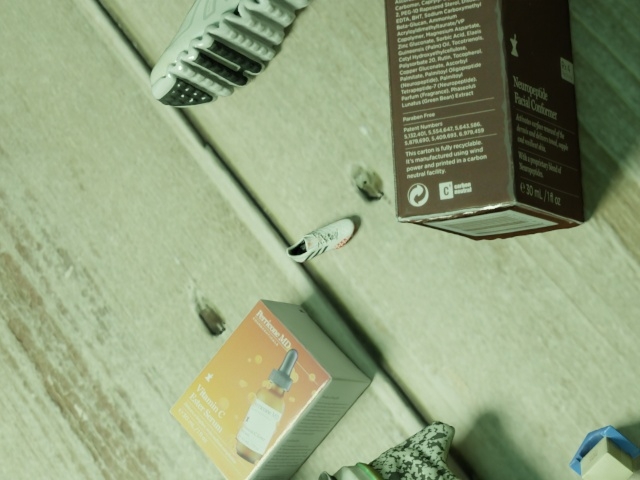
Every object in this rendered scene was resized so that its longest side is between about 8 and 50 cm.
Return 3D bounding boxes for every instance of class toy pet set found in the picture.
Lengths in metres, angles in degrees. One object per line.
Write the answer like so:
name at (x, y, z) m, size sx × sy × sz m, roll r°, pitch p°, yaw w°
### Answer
toy pet set at (0.303, 0.246, 1.822) m, size 0.114 × 0.065 × 0.122 m, roll 39°, pitch 109°, yaw -8°

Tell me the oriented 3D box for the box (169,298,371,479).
box at (-0.056, 0.170, 2.004) m, size 0.130 × 0.091 × 0.170 m, roll 46°, pitch 106°, yaw 26°

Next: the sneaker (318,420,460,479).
sneaker at (0.185, 0.341, 1.821) m, size 0.182 × 0.158 × 0.410 m, roll -40°, pitch 77°, yaw -11°

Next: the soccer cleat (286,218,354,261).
soccer cleat at (0.000, 0.000, 2.025) m, size 0.083 × 0.035 × 0.029 m, roll -27°, pitch 71°, yaw 24°

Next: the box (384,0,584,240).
box at (0.165, -0.201, 1.870) m, size 0.143 × 0.191 × 0.381 m, roll -9°, pitch 80°, yaw 28°

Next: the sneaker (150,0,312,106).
sneaker at (-0.090, -0.272, 2.081) m, size 0.292 × 0.110 × 0.118 m, roll -46°, pitch 57°, yaw 8°
